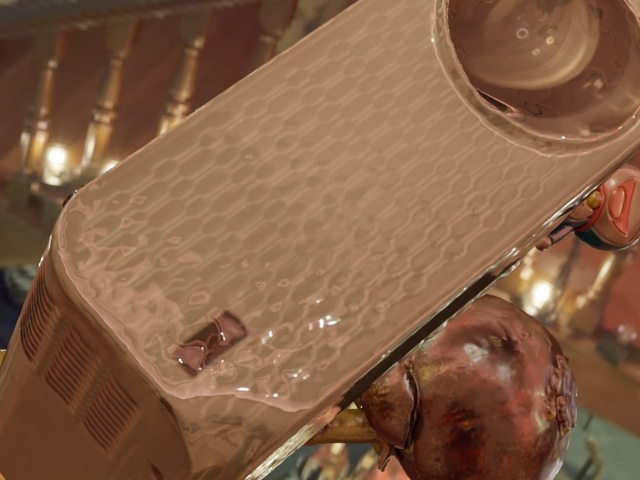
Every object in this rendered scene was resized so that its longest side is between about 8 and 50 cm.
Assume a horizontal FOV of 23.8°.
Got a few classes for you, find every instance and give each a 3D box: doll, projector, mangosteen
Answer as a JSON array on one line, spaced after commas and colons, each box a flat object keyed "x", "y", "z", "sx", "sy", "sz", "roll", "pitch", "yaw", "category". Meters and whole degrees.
[{"x": 0.257, "y": -0.037, "z": 1.442, "sx": 0.152, "sy": 0.114, "sz": 0.085, "roll": 13, "pitch": 0, "yaw": -29, "category": "doll"}, {"x": 0.000, "y": 0.000, "z": 0.568, "sx": 0.250, "sy": 0.198, "sz": 0.108, "roll": -37, "pitch": 83, "yaw": -28, "category": "projector"}, {"x": 0.118, "y": 0.168, "z": 1.563, "sx": 0.289, "sy": 0.231, "sz": 0.231, "roll": -4, "pitch": 44, "yaw": 7, "category": "mangosteen"}]

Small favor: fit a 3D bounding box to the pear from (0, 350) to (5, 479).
[{"x": -0.377, "y": 0.199, "z": 1.405, "sx": 0.283, "sy": 0.283, "sz": 0.283, "roll": 11, "pitch": 44, "yaw": -10, "category": "pear"}]

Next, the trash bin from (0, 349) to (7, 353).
[{"x": -0.351, "y": 0.167, "z": 1.666, "sx": 0.236, "sy": 0.101, "sz": 0.177, "roll": -1, "pitch": -2, "yaw": 30, "category": "trash bin"}]
